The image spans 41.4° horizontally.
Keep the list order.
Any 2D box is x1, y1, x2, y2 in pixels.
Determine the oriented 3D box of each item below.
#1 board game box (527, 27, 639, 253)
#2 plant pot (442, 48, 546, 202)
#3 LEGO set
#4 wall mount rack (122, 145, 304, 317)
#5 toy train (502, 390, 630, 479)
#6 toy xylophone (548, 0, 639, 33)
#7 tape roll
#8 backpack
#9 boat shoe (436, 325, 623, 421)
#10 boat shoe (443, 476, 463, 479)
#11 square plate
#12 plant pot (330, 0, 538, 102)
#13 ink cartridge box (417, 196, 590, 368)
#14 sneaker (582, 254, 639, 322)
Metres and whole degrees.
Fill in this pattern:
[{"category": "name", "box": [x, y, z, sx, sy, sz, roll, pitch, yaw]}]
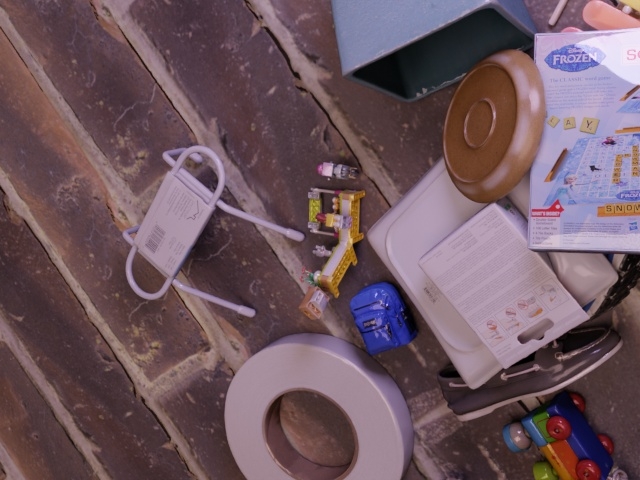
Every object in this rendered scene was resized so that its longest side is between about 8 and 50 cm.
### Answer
[{"category": "board game box", "box": [0.458, -0.138, 1.183, 0.319, 0.066, 0.317, 2, 86, 22]}, {"category": "plant pot", "box": [0.250, -0.175, 1.283, 0.236, 0.033, 0.236, -29, 57, 58]}, {"category": "LEGO set", "box": [0.000, 0.000, 1.539, 0.107, 0.132, 0.286, 10, 86, 28]}, {"category": "wall mount rack", "box": [-0.221, -0.008, 1.648, 0.304, 0.130, 0.350, 40, 116, 14]}, {"category": "toy train", "box": [0.435, 0.396, 1.468, 0.143, 0.105, 0.248, -35, 88, 38]}, {"category": "toy xylophone", "box": [0.473, -0.354, 1.256, 0.236, 0.081, 0.322, 27, 113, 17]}, {"category": "tape roll", "box": [-0.008, 0.376, 1.678, 0.392, 0.072, 0.391, 6, 105, 23]}, {"category": "backpack", "box": [0.111, 0.140, 1.545, 0.098, 0.101, 0.120, -21, 91, 21]}, {"category": "boat shoe", "box": [0.345, 0.212, 1.449, 0.335, 0.112, 0.095, -32, 94, 31]}, {"category": "boat shoe", "box": [0.168, 0.547, 1.625, 0.098, 0.109, 0.302, 37, 121, 10]}, {"category": "square plate", "box": [0.254, 0.025, 1.405, 0.344, 0.049, 0.347, -48, 66, 35]}, {"category": "plant pot", "box": [0.156, -0.392, 1.312, 0.247, 0.248, 0.252, -22, 77, 28]}, {"category": "ink cartridge box", "box": [0.288, 0.066, 1.330, 0.224, 0.056, 0.181, 49, 128, 1]}, {"category": "sneaker", "box": [0.445, -0.024, 1.350, 0.147, 0.130, 0.329, 25, 116, 37]}]
